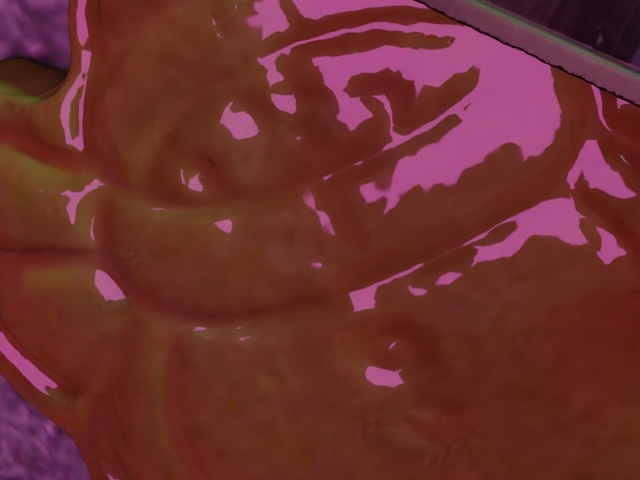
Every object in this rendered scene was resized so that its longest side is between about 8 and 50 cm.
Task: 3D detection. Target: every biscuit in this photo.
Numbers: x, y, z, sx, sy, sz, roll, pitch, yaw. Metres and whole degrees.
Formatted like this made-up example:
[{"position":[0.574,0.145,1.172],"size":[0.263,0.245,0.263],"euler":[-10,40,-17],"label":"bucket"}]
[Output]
[{"position":[0.000,0.000,0.549],"size":[0.312,0.057,0.351],"euler":[-33,103,22],"label":"biscuit"}]

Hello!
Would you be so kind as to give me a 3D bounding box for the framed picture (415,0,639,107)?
[{"position":[0.158,-0.107,0.395],"size":[0.260,0.023,0.189],"euler":[28,121,16],"label":"framed picture"}]
